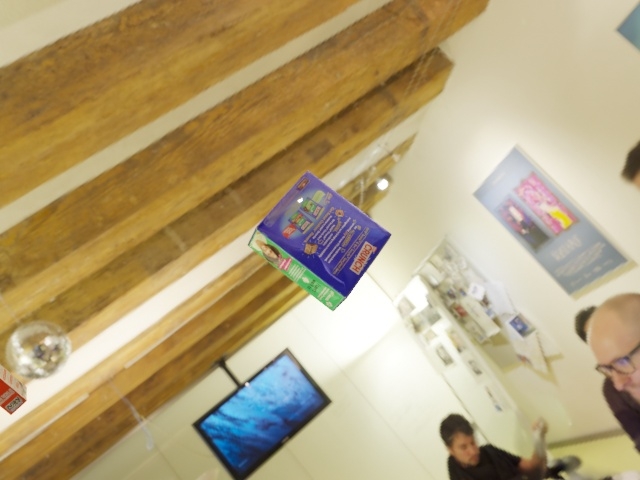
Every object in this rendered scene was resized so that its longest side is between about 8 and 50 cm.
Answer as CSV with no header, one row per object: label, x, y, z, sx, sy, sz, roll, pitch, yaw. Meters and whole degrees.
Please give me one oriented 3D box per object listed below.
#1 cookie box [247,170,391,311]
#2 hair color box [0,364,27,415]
cookie box,0.000,0.000,0.612,0.092,0.107,0.040,-51,-3,-32
hair color box,-0.785,0.334,1.505,0.053,0.167,0.093,-44,23,-13
